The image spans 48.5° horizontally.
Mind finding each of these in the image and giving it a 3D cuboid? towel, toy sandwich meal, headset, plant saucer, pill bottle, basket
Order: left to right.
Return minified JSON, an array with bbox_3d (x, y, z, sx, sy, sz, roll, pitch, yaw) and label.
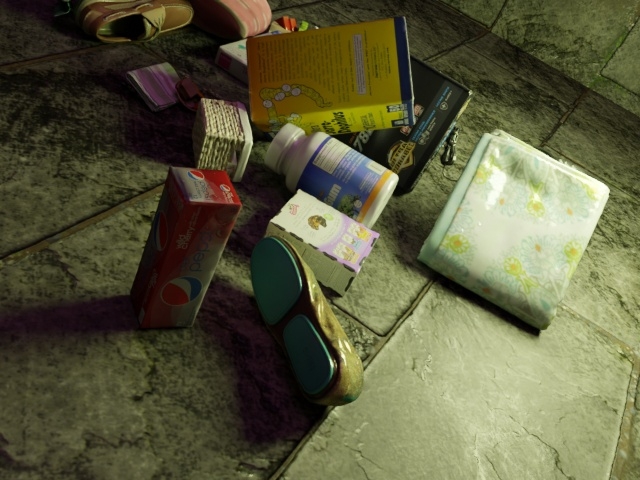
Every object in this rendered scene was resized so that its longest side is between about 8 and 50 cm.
[{"bbox_3d":[-0.374,-0.366,1.673,0.113,0.023,0.152,53,36,-3],"label":"towel"},{"bbox_3d":[-0.308,-0.348,1.694,0.086,0.029,0.085,33,42,-35],"label":"toy sandwich meal"},{"bbox_3d":[-0.300,-0.663,1.975,0.332,0.084,0.332,23,-11,5],"label":"plant saucer"},{"bbox_3d":[-0.217,-0.221,1.541,0.103,0.113,0.167,8,38,-20],"label":"basket"},{"bbox_3d":[0.019,-0.142,1.554,0.272,0.152,0.152,30,34,7],"label":"pill bottle"},{"bbox_3d":[0.488,-0.159,1.794,0.394,0.243,0.185,18,57,-9],"label":"headset"},{"bbox_3d":[0.434,-0.037,1.583,0.321,0.090,0.374,29,73,7],"label":"towel"}]

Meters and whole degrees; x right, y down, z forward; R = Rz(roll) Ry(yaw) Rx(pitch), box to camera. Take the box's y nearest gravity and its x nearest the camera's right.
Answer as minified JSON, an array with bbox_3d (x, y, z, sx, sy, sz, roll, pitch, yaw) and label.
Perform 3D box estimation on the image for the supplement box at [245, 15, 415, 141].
[{"bbox_3d":[0.029,-0.358,1.624,0.357,0.195,0.194,-6,-8,9],"label":"supplement box"}]

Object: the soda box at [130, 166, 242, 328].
[{"bbox_3d":[-0.210,0.017,1.080,0.092,0.263,0.083,2,42,-32],"label":"soda box"}]

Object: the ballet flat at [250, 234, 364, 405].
[{"bbox_3d":[-0.023,0.135,1.201,0.123,0.123,0.348,3,39,-31],"label":"ballet flat"}]

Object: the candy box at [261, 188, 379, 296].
[{"bbox_3d":[0.000,0.000,1.421,0.196,0.070,0.165,30,34,5],"label":"candy box"}]

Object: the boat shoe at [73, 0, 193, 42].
[{"bbox_3d":[-0.470,-0.565,1.844,0.324,0.122,0.120,-20,60,-38],"label":"boat shoe"}]

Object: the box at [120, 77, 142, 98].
[{"bbox_3d":[-0.418,-0.366,1.682,0.067,0.018,0.083,35,34,13],"label":"box"}]

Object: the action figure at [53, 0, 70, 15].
[{"bbox_3d":[-0.638,-0.633,1.804,0.063,0.137,0.232,49,-3,-27],"label":"action figure"}]

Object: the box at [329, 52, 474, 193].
[{"bbox_3d":[0.178,-0.316,1.767,0.293,0.295,0.073,35,17,11],"label":"box"}]

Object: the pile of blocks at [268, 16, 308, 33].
[{"bbox_3d":[-0.005,-0.602,2.198,0.362,0.112,0.149,36,35,13],"label":"pile of blocks"}]

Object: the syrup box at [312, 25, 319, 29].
[{"bbox_3d":[0.013,-0.472,1.984,0.093,0.096,0.236,17,47,-40],"label":"syrup box"}]

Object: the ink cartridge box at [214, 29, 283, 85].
[{"bbox_3d":[-0.138,-0.510,2.029,0.186,0.065,0.311,35,37,10],"label":"ink cartridge box"}]
